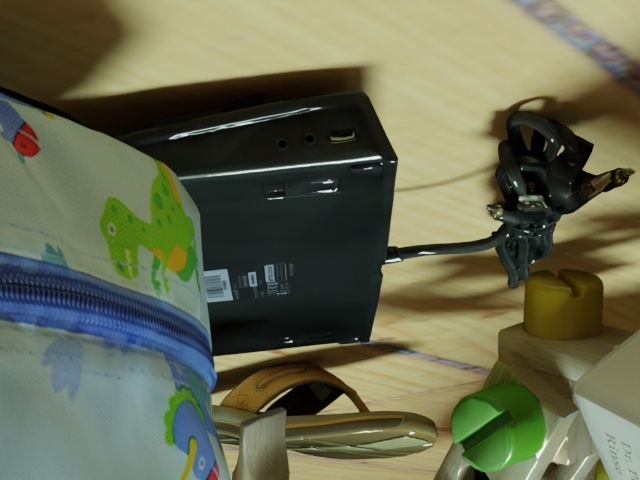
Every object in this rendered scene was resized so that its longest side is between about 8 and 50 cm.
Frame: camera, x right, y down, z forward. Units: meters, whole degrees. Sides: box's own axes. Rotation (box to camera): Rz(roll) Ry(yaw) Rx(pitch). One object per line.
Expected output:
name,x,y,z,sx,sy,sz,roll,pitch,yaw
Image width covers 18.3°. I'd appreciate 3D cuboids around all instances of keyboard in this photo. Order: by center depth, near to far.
keyboard,0.000,0.000,0.724,0.201,0.033,0.317,-6,168,-2

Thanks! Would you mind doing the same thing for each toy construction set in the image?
toy construction set,0.114,0.079,0.819,0.308,0.237,0.257,-7,-156,-20

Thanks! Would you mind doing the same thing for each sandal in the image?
sandal,-0.021,0.090,1.081,0.180,0.049,0.072,1,169,35

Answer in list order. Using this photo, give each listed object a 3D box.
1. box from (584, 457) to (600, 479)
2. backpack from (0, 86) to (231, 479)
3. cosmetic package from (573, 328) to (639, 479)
box,0.260,0.144,1.364,0.130,0.091,0.170,-3,167,-17
backpack,-0.179,0.054,0.447,0.290,0.273,0.355,-24,172,33
cosmetic package,0.267,0.134,0.546,0.156,0.217,0.385,-37,-148,-18
